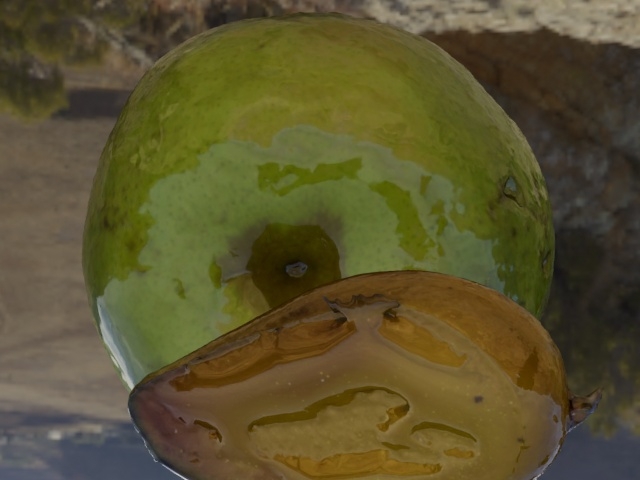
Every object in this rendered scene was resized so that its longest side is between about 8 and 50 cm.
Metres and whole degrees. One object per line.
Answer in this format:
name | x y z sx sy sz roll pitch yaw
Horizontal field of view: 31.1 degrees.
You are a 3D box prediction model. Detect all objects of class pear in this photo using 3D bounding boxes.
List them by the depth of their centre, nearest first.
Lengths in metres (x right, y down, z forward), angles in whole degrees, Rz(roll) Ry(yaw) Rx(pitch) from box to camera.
pear | 0.000 0.000 0.908 0.391 0.391 0.391 1 166 0

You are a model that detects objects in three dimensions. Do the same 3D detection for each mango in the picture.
mango | 0.014 0.064 0.451 0.187 0.101 0.066 -10 -169 16
